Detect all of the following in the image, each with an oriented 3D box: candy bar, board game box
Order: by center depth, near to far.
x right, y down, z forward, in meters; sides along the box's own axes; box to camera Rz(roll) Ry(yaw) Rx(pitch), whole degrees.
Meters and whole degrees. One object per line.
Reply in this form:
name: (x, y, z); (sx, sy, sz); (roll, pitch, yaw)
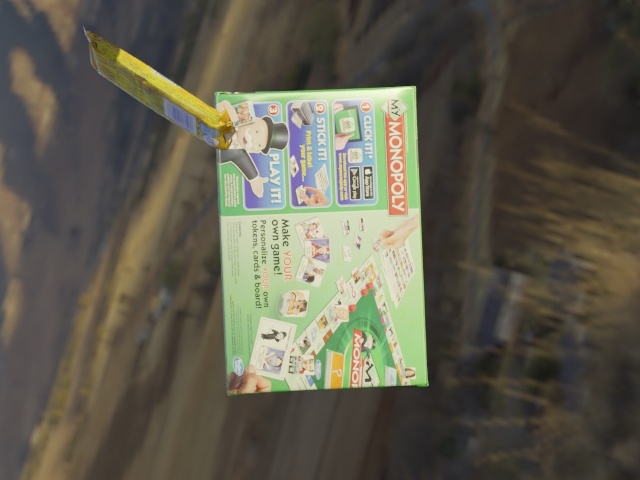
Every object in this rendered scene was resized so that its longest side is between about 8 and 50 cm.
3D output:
candy bar: (-0.128, -0.116, 1.339); (0.018, 0.161, 0.040); (-40, -32, -30)
board game box: (0.000, 0.000, 1.832); (0.046, 0.214, 0.317); (174, 94, -85)
